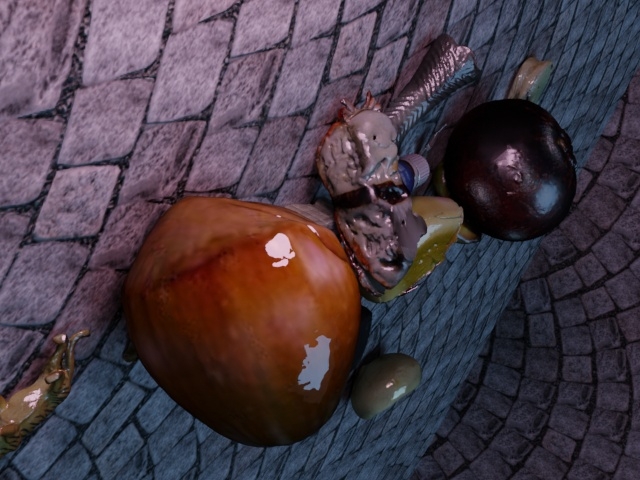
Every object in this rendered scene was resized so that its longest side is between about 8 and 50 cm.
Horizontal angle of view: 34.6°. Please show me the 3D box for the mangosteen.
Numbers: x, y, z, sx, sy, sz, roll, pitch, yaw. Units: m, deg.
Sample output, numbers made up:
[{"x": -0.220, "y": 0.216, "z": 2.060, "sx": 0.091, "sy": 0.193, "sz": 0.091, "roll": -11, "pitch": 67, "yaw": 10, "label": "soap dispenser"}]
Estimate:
[{"x": 0.395, "y": -0.145, "z": 2.215, "sx": 0.330, "sy": 0.330, "sz": 0.330, "roll": -46, "pitch": 157, "yaw": -27, "label": "mangosteen"}]

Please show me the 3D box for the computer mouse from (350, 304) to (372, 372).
[{"x": 0.001, "y": 0.238, "z": 2.135, "sx": 0.269, "sy": 0.100, "sz": 0.170, "roll": -36, "pitch": 149, "yaw": -50, "label": "computer mouse"}]

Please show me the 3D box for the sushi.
[{"x": 0.087, "y": -0.078, "z": 1.706, "sx": 0.130, "sy": 0.332, "sz": 0.124, "roll": -21, "pitch": 176, "yaw": 36, "label": "sushi"}]

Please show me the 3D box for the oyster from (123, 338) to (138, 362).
[{"x": -0.230, "y": 0.139, "z": 1.550, "sx": 0.148, "sy": 0.051, "sz": 0.103, "roll": -38, "pitch": 154, "yaw": -46, "label": "oyster"}]

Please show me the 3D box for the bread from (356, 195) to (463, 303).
[{"x": 0.162, "y": -0.009, "z": 2.095, "sx": 0.261, "sy": 0.158, "sz": 0.156, "roll": -37, "pitch": 138, "yaw": -11, "label": "bread"}]

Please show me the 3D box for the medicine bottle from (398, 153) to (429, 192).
[{"x": 0.136, "y": -0.114, "z": 1.966, "sx": 0.203, "sy": 0.083, "sz": 0.083, "roll": -31, "pitch": 146, "yaw": -53, "label": "medicine bottle"}]

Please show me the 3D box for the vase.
[{"x": 0.174, "y": -0.252, "z": 1.839, "sx": 0.237, "sy": 0.115, "sz": 0.115, "roll": -48, "pitch": 157, "yaw": -19, "label": "vase"}]

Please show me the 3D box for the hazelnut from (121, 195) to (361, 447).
[{"x": -0.099, "y": 0.107, "z": 1.409, "sx": 0.316, "sy": 0.372, "sz": 0.372, "roll": -18, "pitch": 154, "yaw": 1, "label": "hazelnut"}]

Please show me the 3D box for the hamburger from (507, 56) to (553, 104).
[{"x": 0.498, "y": -0.369, "z": 2.442, "sx": 0.133, "sy": 0.062, "sz": 0.140, "roll": -40, "pitch": 151, "yaw": -42, "label": "hamburger"}]

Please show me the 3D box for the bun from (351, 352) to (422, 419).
[{"x": 0.157, "y": 0.359, "z": 2.641, "sx": 0.222, "sy": 0.127, "sz": 0.222, "roll": -36, "pitch": 180, "yaw": 0, "label": "bun"}]

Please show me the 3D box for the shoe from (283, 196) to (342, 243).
[{"x": -0.001, "y": 0.000, "z": 1.788, "sx": 0.228, "sy": 0.099, "sz": 0.125, "roll": -9, "pitch": 120, "yaw": -57, "label": "shoe"}]

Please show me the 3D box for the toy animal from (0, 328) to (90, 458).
[{"x": -0.380, "y": 0.209, "z": 1.323, "sx": 0.241, "sy": 0.057, "sz": 0.099, "roll": -49, "pitch": 164, "yaw": -27, "label": "toy animal"}]

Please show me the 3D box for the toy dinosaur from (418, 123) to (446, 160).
[{"x": 0.198, "y": -0.150, "z": 2.120, "sx": 0.220, "sy": 0.032, "sz": 0.108, "roll": -60, "pitch": 160, "yaw": 13, "label": "toy dinosaur"}]
